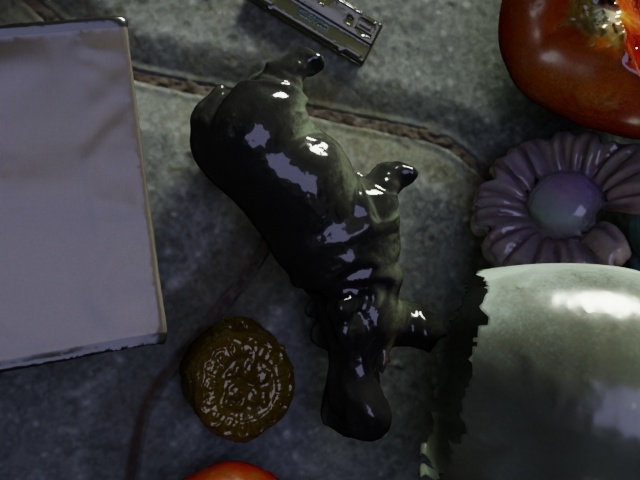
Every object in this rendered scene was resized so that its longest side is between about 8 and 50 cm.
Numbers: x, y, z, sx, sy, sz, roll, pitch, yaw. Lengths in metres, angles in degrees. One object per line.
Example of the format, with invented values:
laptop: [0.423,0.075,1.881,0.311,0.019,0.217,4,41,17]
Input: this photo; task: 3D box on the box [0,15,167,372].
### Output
box: [-0.235,-0.029,0.743,0.188,0.153,0.252,-9,88,-18]

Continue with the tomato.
tomato: [0.251,-0.183,0.888,0.200,0.139,0.233,-8,71,-53]

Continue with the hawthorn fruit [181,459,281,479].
hawthorn fruit: [-0.068,0.253,0.782,0.162,0.162,0.203,48,53,-8]

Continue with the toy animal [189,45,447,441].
toy animal: [0.016,-0.002,0.830,0.168,0.106,0.343,-28,92,-25]

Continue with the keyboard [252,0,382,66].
keyboard: [-0.004,-0.220,0.894,0.129,0.015,0.049,28,84,-12]

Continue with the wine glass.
wine glass: [0.253,0.142,0.731,0.323,0.238,0.238,15,82,3]

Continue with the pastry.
pastry: [-0.075,0.123,0.828,0.097,0.057,0.109,-3,89,-22]

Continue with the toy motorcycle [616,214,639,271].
toy motorcycle: [0.438,-0.038,0.949,0.319,0.241,0.182,-36,56,-10]

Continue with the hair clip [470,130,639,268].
hair clip: [0.194,0.028,0.874,0.069,0.173,0.300,28,88,-52]
